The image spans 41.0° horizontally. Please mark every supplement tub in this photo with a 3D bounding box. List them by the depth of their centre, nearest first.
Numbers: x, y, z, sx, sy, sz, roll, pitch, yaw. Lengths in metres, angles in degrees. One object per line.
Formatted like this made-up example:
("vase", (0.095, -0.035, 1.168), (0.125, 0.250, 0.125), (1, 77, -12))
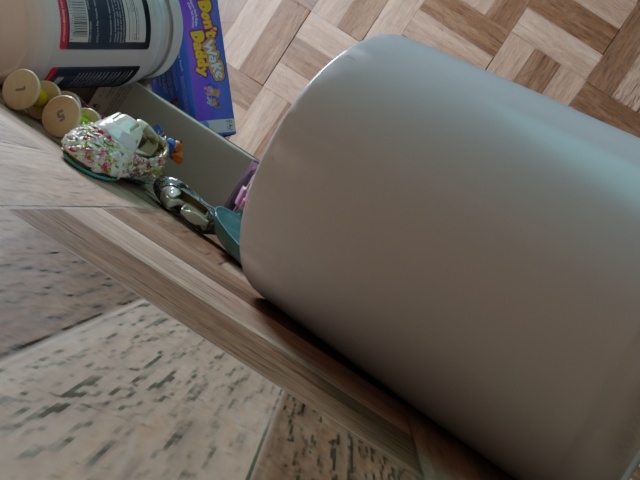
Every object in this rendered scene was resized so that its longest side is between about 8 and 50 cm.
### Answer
("supplement tub", (-0.360, -0.322, 1.271), (0.191, 0.191, 0.272), (34, 28, 26))

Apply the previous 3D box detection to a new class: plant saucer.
("plant saucer", (-0.086, 0.008, 1.013), (0.119, 0.021, 0.119), (42, 10, -9))

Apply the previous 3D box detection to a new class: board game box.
("board game box", (-0.272, -0.355, 1.635), (0.078, 0.346, 0.233), (-10, 4, -34))

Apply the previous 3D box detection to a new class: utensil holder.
("utensil holder", (0.165, 0.018, 0.794), (0.386, 0.327, 0.328), (33, 3, 25))

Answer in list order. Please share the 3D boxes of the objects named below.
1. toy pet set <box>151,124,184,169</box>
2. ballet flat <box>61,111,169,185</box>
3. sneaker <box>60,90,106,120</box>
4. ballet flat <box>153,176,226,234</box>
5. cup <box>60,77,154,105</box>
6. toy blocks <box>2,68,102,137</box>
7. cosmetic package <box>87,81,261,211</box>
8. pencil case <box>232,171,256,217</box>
("toy pet set", (-0.238, -0.145, 1.215), (0.122, 0.065, 0.114), (13, -24, 13))
("ballet flat", (-0.242, -0.116, 1.035), (0.091, 0.077, 0.241), (35, 3, 1))
("sneaker", (-0.352, -0.177, 1.260), (0.119, 0.047, 0.057), (29, 17, -35))
("ballet flat", (-0.167, -0.044, 1.049), (0.114, 0.041, 0.041), (33, 3, 16))
("cup", (-0.417, -0.370, 1.534), (0.237, 0.331, 0.331), (57, 2, -1))
("toy blocks", (-0.323, -0.159, 1.112), (0.123, 0.054, 0.148), (33, 2, 15))
("cosmetic package", (-0.232, -0.154, 1.443), (0.309, 0.113, 0.160), (35, 3, 18))
("pencil case", (0.000, 0.000, 1.319), (0.284, 0.124, 0.124), (35, 3, 12))
